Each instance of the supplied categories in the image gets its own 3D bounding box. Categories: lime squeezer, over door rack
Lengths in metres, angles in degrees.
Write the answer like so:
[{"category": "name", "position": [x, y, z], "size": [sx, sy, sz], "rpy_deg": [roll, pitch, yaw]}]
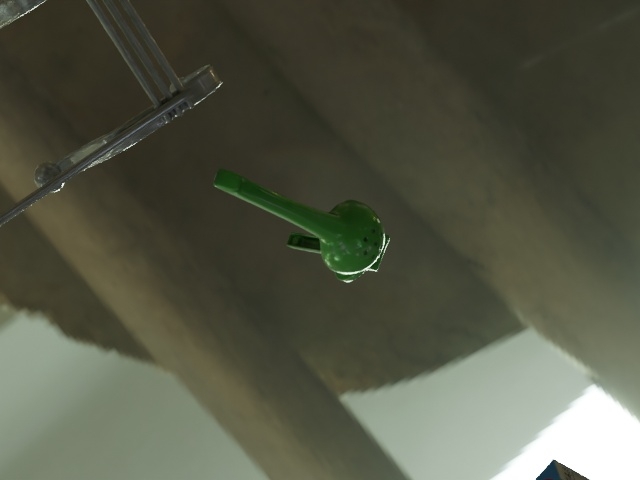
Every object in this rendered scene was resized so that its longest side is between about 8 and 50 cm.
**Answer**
[{"category": "lime squeezer", "position": [0.000, 0.000, 1.276], "size": [0.110, 0.059, 0.310], "rpy_deg": [2, 173, 9]}, {"category": "over door rack", "position": [-0.256, -0.108, 1.020], "size": [0.324, 0.239, 0.108], "rpy_deg": [-38, -167, -20]}]

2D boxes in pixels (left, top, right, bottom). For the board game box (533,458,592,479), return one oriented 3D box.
[{"category": "board game box", "position": [0.208, 0.430, 1.651], "size": [0.302, 0.086, 0.308], "rpy_deg": [-53, -160, 19]}]
